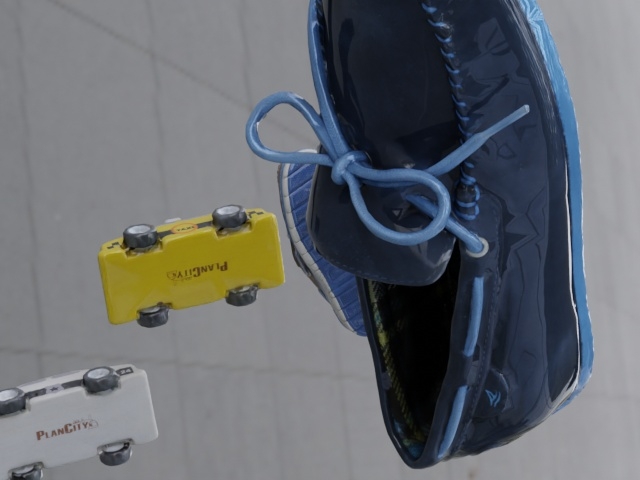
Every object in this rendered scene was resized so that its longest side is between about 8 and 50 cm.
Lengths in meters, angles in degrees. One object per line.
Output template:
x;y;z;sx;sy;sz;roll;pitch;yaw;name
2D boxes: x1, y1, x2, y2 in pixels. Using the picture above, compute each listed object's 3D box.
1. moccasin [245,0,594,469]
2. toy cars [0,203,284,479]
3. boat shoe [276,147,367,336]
0.053;-0.015;0.791;0.138;0.117;0.342;33;-30;51;moccasin
-0.203;0.099;1.711;0.176;0.393;0.087;38;3;-26;toy cars
0.000;0.000;1.430;0.066;0.066;0.183;29;-35;57;boat shoe
